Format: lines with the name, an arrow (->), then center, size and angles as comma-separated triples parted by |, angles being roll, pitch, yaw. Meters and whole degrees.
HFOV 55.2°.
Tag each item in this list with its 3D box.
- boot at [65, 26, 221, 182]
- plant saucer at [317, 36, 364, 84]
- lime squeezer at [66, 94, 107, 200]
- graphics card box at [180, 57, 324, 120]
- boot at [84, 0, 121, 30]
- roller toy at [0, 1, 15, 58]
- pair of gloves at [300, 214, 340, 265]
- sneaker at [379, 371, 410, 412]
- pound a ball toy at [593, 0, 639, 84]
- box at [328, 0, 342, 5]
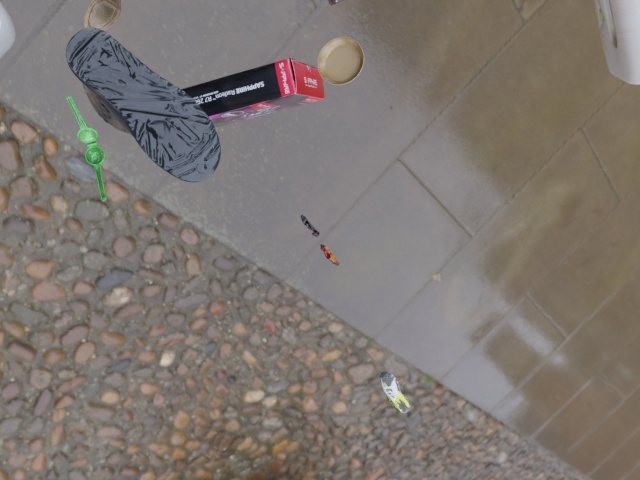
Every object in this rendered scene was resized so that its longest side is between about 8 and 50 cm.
boot -> -0.246, -0.180, 0.875 | 0.246, 0.207, 0.094 | 43, 83, -11
plant saucer -> 0.036, -0.306, 1.051 | 0.083, 0.083, 0.015 | -51, 164, 9
lime squeezer -> -0.682, -0.276, 1.793 | 0.059, 0.110, 0.310 | -7, 113, 8
graphics card box -> -0.197, -0.366, 1.566 | 0.371, 0.233, 0.094 | -9, 97, 18
boot -> -0.578, -0.622, 1.634 | 0.073, 0.152, 0.197 | 35, 75, -30
roller toy -> -0.563, -0.330, 0.899 | 0.191, 0.209, 0.146 | 34, 68, -7
pair of gloves -> 0.000, 0.000, 0.860 | 0.010, 0.083, 0.074 | -36, 164, 3
sneaker -> 0.127, 0.273, 1.098 | 0.031, 0.035, 0.083 | -32, 94, -27
pound a ball toy -> 0.338, -0.323, 0.523 | 0.208, 0.135, 0.319 | -15, 109, 15
box -> 0.049, -0.437, 0.754 | 0.191, 0.381, 0.143 | -19, 91, 12
